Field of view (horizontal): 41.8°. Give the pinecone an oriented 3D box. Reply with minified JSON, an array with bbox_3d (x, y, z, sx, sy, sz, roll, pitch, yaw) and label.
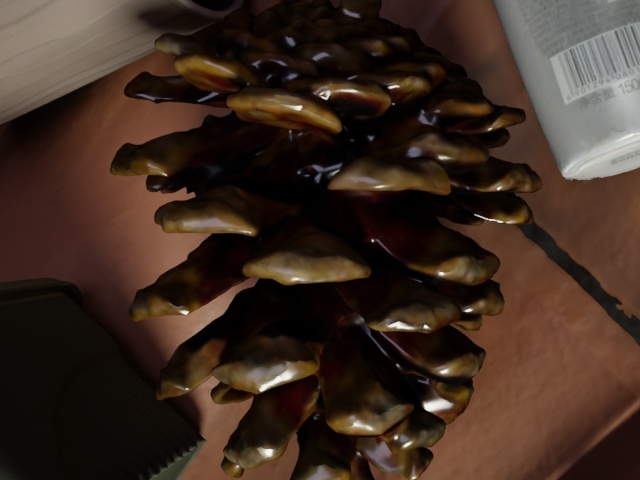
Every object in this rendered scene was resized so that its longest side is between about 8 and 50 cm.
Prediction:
[{"bbox_3d":[0.000,0.000,0.478,0.244,0.244,0.309,8,97,24],"label":"pinecone"}]

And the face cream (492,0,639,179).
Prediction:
[{"bbox_3d":[0.154,-0.176,0.515,0.107,0.073,0.269,-18,76,15],"label":"face cream"}]

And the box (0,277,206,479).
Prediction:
[{"bbox_3d":[-0.195,0.130,0.529,0.178,0.274,0.138,38,99,10],"label":"box"}]

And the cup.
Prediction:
[{"bbox_3d":[-0.221,-0.239,0.613,0.273,0.208,0.288,-21,76,21],"label":"cup"}]
